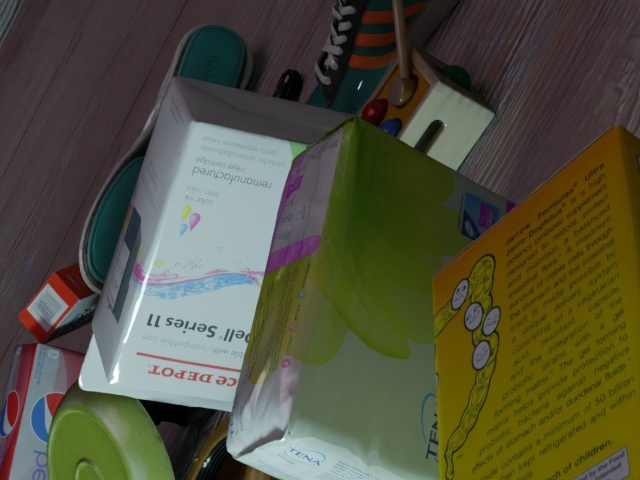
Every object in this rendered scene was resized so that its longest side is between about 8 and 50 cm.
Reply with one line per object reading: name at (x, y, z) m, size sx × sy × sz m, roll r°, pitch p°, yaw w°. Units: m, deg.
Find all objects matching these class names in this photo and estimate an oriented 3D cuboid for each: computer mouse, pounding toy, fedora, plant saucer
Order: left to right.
plant saucer at (-0.230, 0.262, 1.733) m, size 0.241 × 0.037 × 0.241 m, roll 20°, pitch 116°, yaw 47°
fedora at (-0.071, 0.249, 1.540) m, size 0.194 × 0.079 × 0.194 m, roll -51°, pitch 25°, yaw 36°
computer mouse at (-0.075, -0.102, 1.944) m, size 0.071 × 0.041 × 0.242 m, roll -22°, pitch 47°, yaw 55°
pounding toy at (0.091, -0.138, 1.594) m, size 0.141 × 0.100 × 0.130 m, roll -56°, pitch 27°, yaw 15°

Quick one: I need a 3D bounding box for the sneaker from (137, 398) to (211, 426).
sneaker at (-0.159, 0.132, 1.843) m, size 0.087 × 0.130 × 0.227 m, roll -50°, pitch 0°, yaw 35°

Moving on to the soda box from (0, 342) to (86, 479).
soda box at (-0.349, 0.262, 2.002) m, size 0.083 × 0.092 × 0.263 m, roll -10°, pitch 67°, yaw 58°

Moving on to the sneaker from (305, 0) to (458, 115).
sneaker at (0.051, -0.242, 1.745) m, size 0.302 × 0.121 × 0.108 m, roll -55°, pitch 26°, yaw 18°

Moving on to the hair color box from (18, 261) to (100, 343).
hair color box at (-0.297, 0.066, 2.077) m, size 0.093 × 0.053 × 0.167 m, roll -48°, pitch -10°, yaw 30°

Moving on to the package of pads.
package of pads at (0.059, 0.071, 1.307) m, size 0.101 × 0.229 × 0.296 m, roll -29°, pitch 42°, yaw 50°

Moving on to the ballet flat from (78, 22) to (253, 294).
ballet flat at (-0.192, -0.090, 2.082) m, size 0.139 × 0.139 × 0.400 m, roll -15°, pitch 49°, yaw 58°

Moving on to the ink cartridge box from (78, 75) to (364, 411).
ink cartridge box at (-0.091, 0.039, 1.575) m, size 0.119 × 0.207 × 0.353 m, roll -119°, pitch 45°, yaw -58°

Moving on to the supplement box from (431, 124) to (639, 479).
supplement box at (0.204, 0.142, 1.006) m, size 0.195 × 0.194 × 0.356 m, roll -42°, pitch 32°, yaw 37°
